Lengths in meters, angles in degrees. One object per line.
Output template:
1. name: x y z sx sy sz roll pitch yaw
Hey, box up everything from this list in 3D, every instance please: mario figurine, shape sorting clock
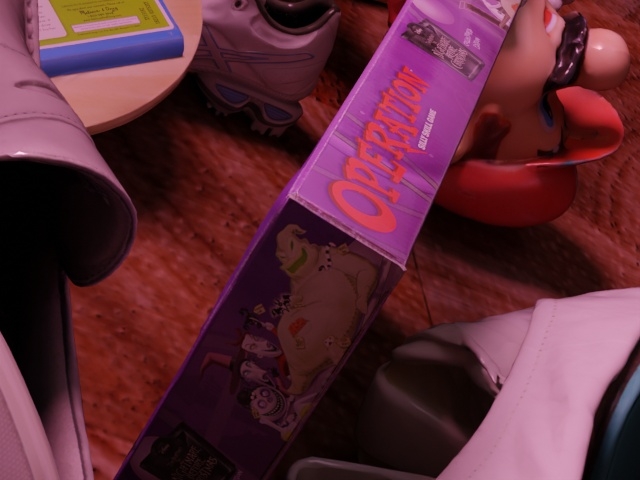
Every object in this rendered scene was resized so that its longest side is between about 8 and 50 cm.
1. mario figurine: 0.101 -0.150 0.991 0.198 0.320 0.170 -36 38 -28
2. shape sorting clock: -0.156 -0.117 0.886 0.206 0.040 0.206 11 48 -13

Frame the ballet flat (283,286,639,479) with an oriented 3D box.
1. ballet flat: 0.058 0.101 0.762 0.139 0.139 0.400 38 29 3

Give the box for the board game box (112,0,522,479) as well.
1. board game box: 0.000 0.000 0.746 0.056 0.208 0.347 35 28 -3

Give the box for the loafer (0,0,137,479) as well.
1. loafer: -0.114 -0.009 0.646 0.112 0.111 0.319 53 28 -55

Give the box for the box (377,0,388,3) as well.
1. box: 0.025 -0.189 1.238 0.136 0.028 0.081 5 41 -41

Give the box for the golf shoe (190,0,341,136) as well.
1. golf shoe: -0.071 -0.118 0.971 0.176 0.086 0.069 13 38 -33

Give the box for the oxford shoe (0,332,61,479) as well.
1. oxford shoe: -0.194 -0.013 0.475 0.130 0.169 0.449 -106 173 -85
